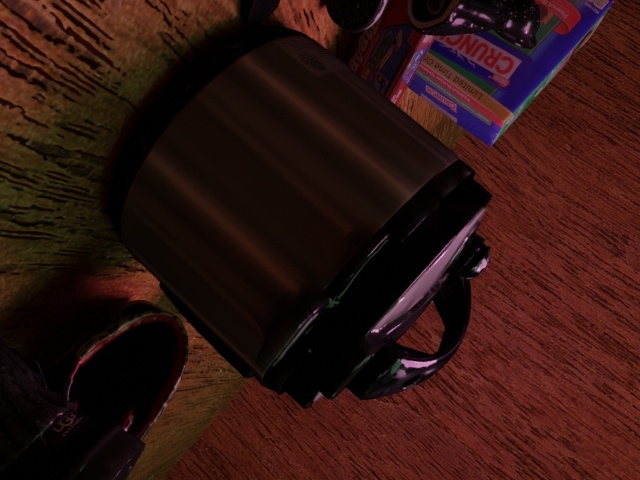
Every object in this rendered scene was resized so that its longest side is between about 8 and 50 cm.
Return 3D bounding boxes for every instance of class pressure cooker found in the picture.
[{"bbox_3d":[0.002,-0.004,0.743,0.370,0.420,0.375,-46,170,-18],"label":"pressure cooker"}]

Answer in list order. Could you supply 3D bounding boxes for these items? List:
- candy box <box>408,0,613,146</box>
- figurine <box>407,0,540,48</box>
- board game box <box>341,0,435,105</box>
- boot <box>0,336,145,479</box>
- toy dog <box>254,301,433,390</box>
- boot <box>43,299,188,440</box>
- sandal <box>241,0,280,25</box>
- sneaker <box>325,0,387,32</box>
[{"bbox_3d":[0.321,-0.379,1.117,0.317,0.268,0.122,-48,166,-8],"label":"candy box"},{"bbox_3d":[0.215,-0.365,0.780,0.209,0.215,0.092,-3,-177,-36],"label":"figurine"},{"bbox_3d":[0.081,-0.261,0.928,0.027,0.145,0.281,-4,144,-29],"label":"board game box"},{"bbox_3d":[-0.349,0.237,0.609,0.348,0.260,0.131,-57,178,22],"label":"boot"},{"bbox_3d":[-0.011,0.075,1.098,0.408,0.395,0.284,-59,177,5],"label":"toy dog"},{"bbox_3d":[-0.320,0.231,0.787,0.377,0.138,0.284,-49,-167,-21],"label":"boot"},{"bbox_3d":[-0.052,-0.284,0.600,0.067,0.040,0.179,-37,179,-27],"label":"sandal"},{"bbox_3d":[0.082,-0.360,0.724,0.097,0.084,0.235,-43,168,-37],"label":"sneaker"}]
